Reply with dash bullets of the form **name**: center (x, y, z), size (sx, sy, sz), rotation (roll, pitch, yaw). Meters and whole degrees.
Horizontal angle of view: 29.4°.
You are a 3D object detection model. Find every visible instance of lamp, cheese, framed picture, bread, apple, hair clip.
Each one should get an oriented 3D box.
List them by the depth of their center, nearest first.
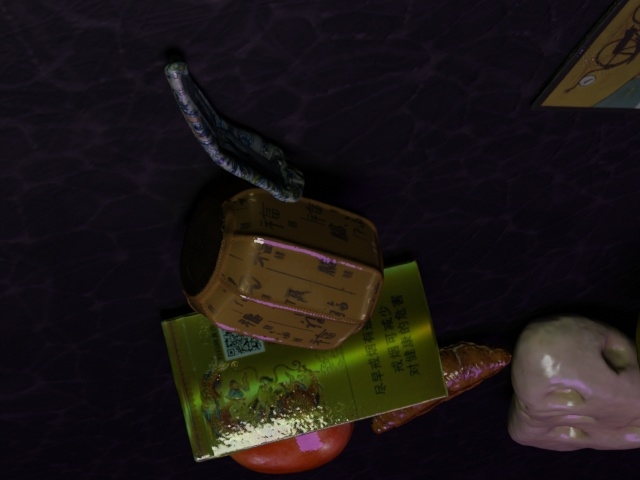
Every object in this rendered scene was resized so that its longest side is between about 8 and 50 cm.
- **hair clip**: center (-0.081, -0.096, 1.096), size (0.036, 0.066, 0.229), rotation (-19, 147, 21)
- **framed picture**: center (0.399, -0.199, 1.208), size (0.324, 0.013, 0.244), rotation (-1, 150, -26)
- **lamp**: center (-0.039, 0.024, 1.225), size (0.185, 0.161, 0.161), rotation (13, 142, -25)
- **apple**: center (-0.054, 0.208, 1.559), size (0.199, 0.199, 0.199), rotation (-13, 152, -7)
- **bread**: center (0.159, 0.197, 1.746), size (0.233, 0.076, 0.105), rotation (-33, 161, 17)
- **cheese**: center (0.368, 0.234, 1.866), size (0.351, 0.129, 0.328), rotation (20, 151, -28)

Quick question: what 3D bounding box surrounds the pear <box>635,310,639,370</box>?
- **pear**: center (0.567, 0.124, 1.624), size (0.287, 0.287, 0.375), rotation (-16, 147, -1)

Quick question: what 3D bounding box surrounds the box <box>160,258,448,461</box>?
- **box**: center (-0.018, 0.139, 1.445), size (0.311, 0.173, 0.043), rotation (-14, -179, -6)
